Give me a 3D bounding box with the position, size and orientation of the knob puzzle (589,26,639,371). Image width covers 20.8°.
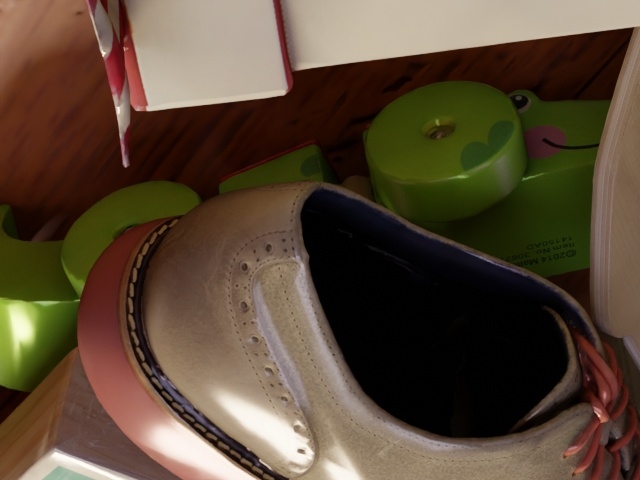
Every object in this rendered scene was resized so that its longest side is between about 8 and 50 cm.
[{"bbox_3d":[0.158,-0.040,0.696,0.213,0.030,0.213,-20,121,-39],"label":"knob puzzle"}]

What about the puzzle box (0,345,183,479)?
[{"bbox_3d":[-0.079,0.195,0.881,0.272,0.052,0.409,24,144,-20],"label":"puzzle box"}]

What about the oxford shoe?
[{"bbox_3d":[0.078,0.089,0.672,0.348,0.123,0.130,29,146,-28],"label":"oxford shoe"}]

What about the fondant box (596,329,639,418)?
[{"bbox_3d":[0.196,0.191,0.927,0.238,0.096,0.330,16,131,-14],"label":"fondant box"}]

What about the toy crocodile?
[{"bbox_3d":[0.000,0.000,0.762,0.340,0.105,0.115,-16,131,8],"label":"toy crocodile"}]

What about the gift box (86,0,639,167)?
[{"bbox_3d":[0.022,-0.179,0.493,0.258,0.255,0.276,-6,128,2],"label":"gift box"}]
